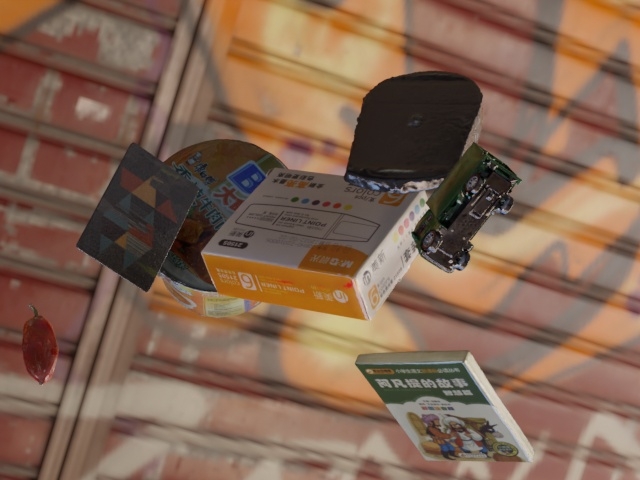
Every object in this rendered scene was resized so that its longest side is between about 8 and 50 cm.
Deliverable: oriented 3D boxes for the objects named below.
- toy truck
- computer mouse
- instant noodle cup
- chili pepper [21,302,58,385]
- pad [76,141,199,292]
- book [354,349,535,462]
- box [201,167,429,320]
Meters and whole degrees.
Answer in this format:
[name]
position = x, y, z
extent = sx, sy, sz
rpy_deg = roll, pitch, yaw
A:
[toy truck]
position = 0.174, -0.037, 1.640
extent = 0.065, 0.147, 0.079
rpy_deg = 31, -168, -25
[computer mouse]
position = 0.133, -0.135, 1.845
extent = 0.168, 0.087, 0.295
rpy_deg = 3, -142, 16
[instant noodle cup]
position = -0.174, -0.004, 2.370
extent = 0.296, 0.296, 0.214
rpy_deg = 18, 157, 6
[chili pepper]
position = -0.464, 0.174, 2.226
extent = 0.059, 0.050, 0.191
rpy_deg = -11, -139, -7
[pad]
position = -0.288, -0.038, 2.142
extent = 0.143, 0.211, 0.003
rpy_deg = 35, 150, -22
[book]
position = 0.198, 0.266, 2.126
extent = 0.202, 0.027, 0.264
rpy_deg = -4, 135, 36
[box]
position = 0.000, 0.000, 1.932
extent = 0.274, 0.091, 0.221
rpy_deg = 7, -137, 31
